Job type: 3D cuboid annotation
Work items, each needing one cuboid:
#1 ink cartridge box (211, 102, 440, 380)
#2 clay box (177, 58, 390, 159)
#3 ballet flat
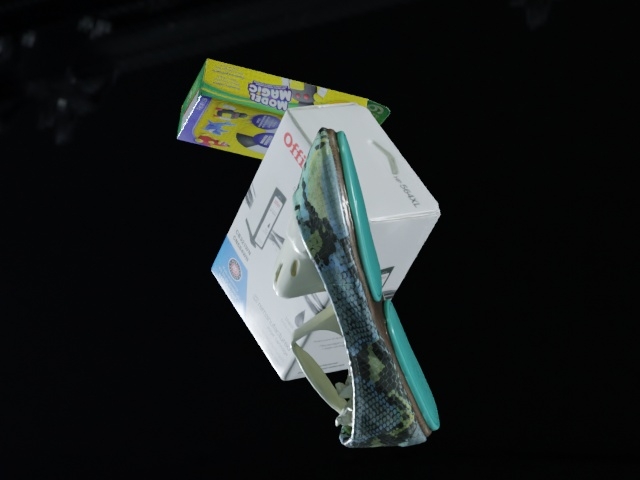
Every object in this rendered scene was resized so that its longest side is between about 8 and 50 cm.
[{"bbox_3d":[0.000,0.000,1.355,0.086,0.148,0.203,-8,-41,-36],"label":"ink cartridge box"},{"bbox_3d":[-0.042,-0.136,1.763,0.222,0.053,0.127,14,-23,-13],"label":"clay box"},{"bbox_3d":[0.009,0.033,0.806,0.070,0.070,0.188,-10,-68,20],"label":"ballet flat"}]
